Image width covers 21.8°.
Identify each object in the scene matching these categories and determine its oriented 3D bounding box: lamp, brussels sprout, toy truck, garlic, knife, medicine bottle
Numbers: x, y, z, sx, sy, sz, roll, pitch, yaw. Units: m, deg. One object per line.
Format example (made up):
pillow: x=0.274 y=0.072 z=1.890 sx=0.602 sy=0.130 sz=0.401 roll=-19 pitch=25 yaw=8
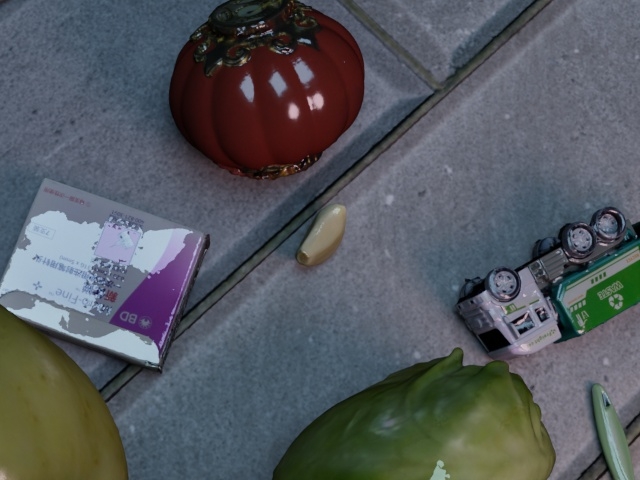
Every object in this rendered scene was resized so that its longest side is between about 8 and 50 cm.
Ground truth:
lamp: x=-0.059 y=-0.170 z=1.882 sx=0.227 sy=0.227 sz=0.227 roll=3 pitch=68 yaw=-9
brussels sprout: x=0.091 y=0.263 z=1.691 sx=0.328 sy=0.328 sz=0.247 roll=-22 pitch=96 yaw=-17
toy truck: x=0.285 y=0.046 z=1.906 sx=0.253 sy=0.114 sz=0.124 roll=-29 pitch=87 yaw=-19
garlic: x=0.000 y=-0.001 z=1.900 sx=0.041 sy=0.053 sz=0.083 roll=34 pitch=61 yaw=6
knife: x=0.356 y=0.298 z=1.866 sx=0.043 sy=0.020 sz=0.293 roll=-8 pitch=71 yaw=-15
medicine bottle: x=-0.242 y=0.041 z=1.844 sx=0.201 sy=0.052 sz=0.171 roll=20 pitch=67 yaw=0

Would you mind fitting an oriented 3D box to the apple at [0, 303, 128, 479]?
apple: x=-0.421 y=0.231 z=1.532 sx=0.474 sy=0.473 sz=0.473 roll=3 pitch=68 yaw=-9
